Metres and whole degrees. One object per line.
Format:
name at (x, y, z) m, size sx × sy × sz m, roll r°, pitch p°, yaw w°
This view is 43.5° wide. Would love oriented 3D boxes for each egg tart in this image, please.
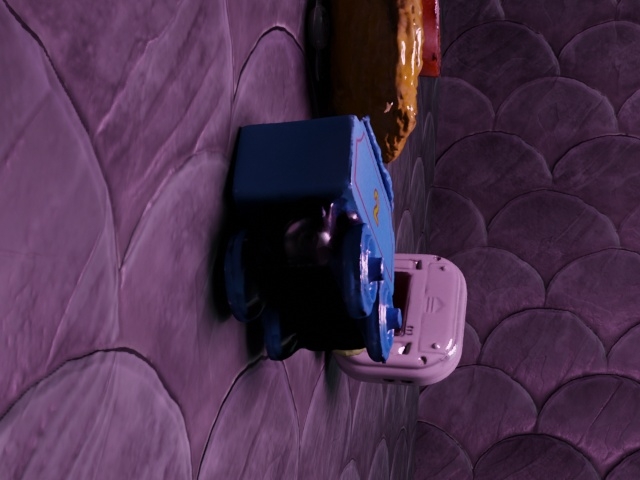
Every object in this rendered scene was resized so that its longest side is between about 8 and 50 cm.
egg tart at (0.088, -0.298, 1.279) m, size 0.340 × 0.153 × 0.352 m, roll -86°, pitch 176°, yaw -47°

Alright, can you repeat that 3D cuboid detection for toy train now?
toy train at (0.000, 0.000, 0.991) m, size 0.300 × 0.187 × 0.265 m, roll 64°, pitch 27°, yaw -58°

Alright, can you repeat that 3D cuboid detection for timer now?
timer at (0.143, 0.136, 1.466) m, size 0.087 × 0.236 × 0.262 m, roll 74°, pitch 23°, yaw -51°

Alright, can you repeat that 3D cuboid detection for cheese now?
cheese at (-0.002, -0.305, 1.218) m, size 0.067 × 0.026 × 0.121 m, roll -53°, pitch 144°, yaw -67°

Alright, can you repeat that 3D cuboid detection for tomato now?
tomato at (0.182, -0.504, 1.693) m, size 0.338 × 0.143 × 0.339 m, roll 0°, pitch 90°, yaw -80°

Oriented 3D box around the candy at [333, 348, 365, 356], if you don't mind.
candy at (0.051, 0.059, 1.441) m, size 0.092 × 0.093 × 0.336 m, roll 99°, pitch -2°, yaw -48°
